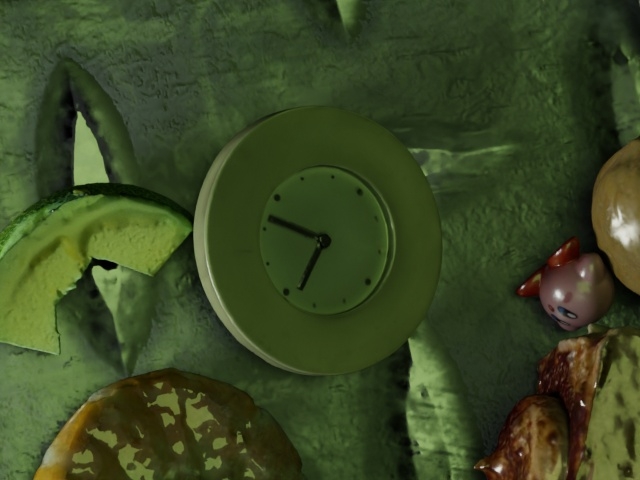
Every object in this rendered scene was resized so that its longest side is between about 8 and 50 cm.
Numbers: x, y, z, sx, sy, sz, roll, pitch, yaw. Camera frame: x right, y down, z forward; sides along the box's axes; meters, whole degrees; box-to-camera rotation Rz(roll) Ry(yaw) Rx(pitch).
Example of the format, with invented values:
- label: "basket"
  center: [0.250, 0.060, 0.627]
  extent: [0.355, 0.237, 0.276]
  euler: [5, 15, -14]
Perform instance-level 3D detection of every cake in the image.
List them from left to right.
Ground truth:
- label: "cake"
  center: [0.277, 0.176, 1.679]
  extent: [0.293, 0.196, 0.198]
  euler: [8, 81, -7]

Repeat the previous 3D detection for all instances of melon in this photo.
- label: "melon"
  center: [-0.209, 0.019, 1.646]
  extent: [0.209, 0.064, 0.118]
  euler: [-45, 101, -11]

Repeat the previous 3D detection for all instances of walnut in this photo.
- label: "walnut"
  center: [0.314, -0.018, 1.724]
  extent: [0.166, 0.149, 0.166]
  euler: [20, 64, -47]

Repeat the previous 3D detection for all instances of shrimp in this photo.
- label: "shrimp"
  center: [-0.149, 0.330, 1.626]
  extent: [0.272, 0.085, 0.445]
  euler: [25, 75, -15]

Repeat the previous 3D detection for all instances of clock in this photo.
- label: "clock"
  center: [0.000, 0.000, 1.684]
  extent: [0.235, 0.029, 0.235]
  euler: [2, 85, -27]

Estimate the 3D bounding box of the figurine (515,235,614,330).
- label: "figurine"
  center: [0.229, 0.041, 1.736]
  extent: [0.071, 0.083, 0.067]
  euler: [47, 48, 9]
